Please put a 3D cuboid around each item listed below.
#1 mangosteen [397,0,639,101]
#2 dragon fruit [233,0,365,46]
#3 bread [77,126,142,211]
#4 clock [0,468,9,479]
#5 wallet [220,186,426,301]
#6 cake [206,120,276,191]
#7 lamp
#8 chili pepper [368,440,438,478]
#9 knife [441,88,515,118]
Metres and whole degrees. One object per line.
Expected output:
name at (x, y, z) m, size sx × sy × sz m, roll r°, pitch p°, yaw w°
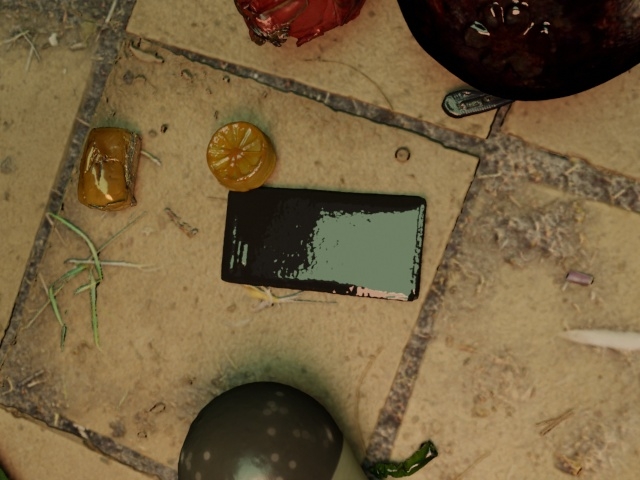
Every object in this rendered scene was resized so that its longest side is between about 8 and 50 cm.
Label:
mangosteen at (0.214, -0.288, 0.657) m, size 0.296 × 0.313 × 0.297 m, roll 6°, pitch 126°, yaw 8°
dragon fruit at (-0.016, -0.316, 0.748) m, size 0.209 × 0.172 × 0.172 m, roll -40°, pitch 80°, yaw -7°
bread at (-0.269, -0.090, 0.850) m, size 0.072 × 0.053 × 0.106 m, roll 7°, pitch 83°, yaw 9°
clock at (-0.499, 0.333, 0.856) m, size 0.195 × 0.100 × 0.194 m, roll 39°, pitch 92°, yaw 9°
wallet at (0.000, 0.000, 0.801) m, size 0.244 × 0.025 × 0.124 m, roll 5°, pitch 85°, yaw 14°
cake at (-0.096, -0.102, 0.813) m, size 0.084 × 0.044 × 0.084 m, roll -3°, pitch 76°, yaw 13°
lamp at (-0.012, 0.282, 0.746) m, size 0.314 × 0.182 × 0.182 m, roll 39°, pitch 96°, yaw -21°
chili pepper at (0.096, 0.257, 0.772) m, size 0.083 × 0.022 × 0.027 m, roll -25°, pitch 116°, yaw 9°
knife at (0.199, -0.166, 0.772) m, size 0.121 × 0.018 × 0.031 m, roll -14°, pitch 86°, yaw 9°
